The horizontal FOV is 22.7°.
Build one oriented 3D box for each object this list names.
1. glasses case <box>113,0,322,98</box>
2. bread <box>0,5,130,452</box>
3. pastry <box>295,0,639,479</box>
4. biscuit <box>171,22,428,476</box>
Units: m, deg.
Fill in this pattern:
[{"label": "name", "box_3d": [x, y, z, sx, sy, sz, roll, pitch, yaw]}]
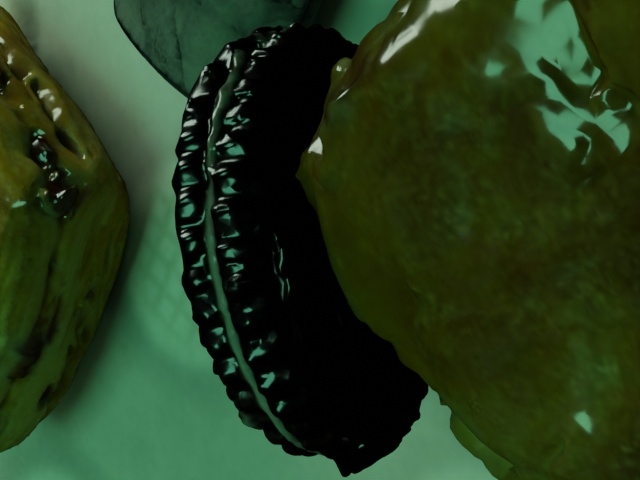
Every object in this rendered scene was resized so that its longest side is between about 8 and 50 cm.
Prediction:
[{"label": "glasses case", "box_3d": [-0.008, -0.201, 0.724, 0.114, 0.060, 0.299, 44, 126, 29]}, {"label": "bread", "box_3d": [-0.201, -0.012, 0.929, 0.210, 0.099, 0.235, 50, 134, 26]}, {"label": "pastry", "box_3d": [0.143, -0.032, 0.547, 0.311, 0.162, 0.255, -18, 96, 49]}, {"label": "biscuit", "box_3d": [0.000, 0.000, 0.675, 0.053, 0.194, 0.195, -8, 94, 27]}]
